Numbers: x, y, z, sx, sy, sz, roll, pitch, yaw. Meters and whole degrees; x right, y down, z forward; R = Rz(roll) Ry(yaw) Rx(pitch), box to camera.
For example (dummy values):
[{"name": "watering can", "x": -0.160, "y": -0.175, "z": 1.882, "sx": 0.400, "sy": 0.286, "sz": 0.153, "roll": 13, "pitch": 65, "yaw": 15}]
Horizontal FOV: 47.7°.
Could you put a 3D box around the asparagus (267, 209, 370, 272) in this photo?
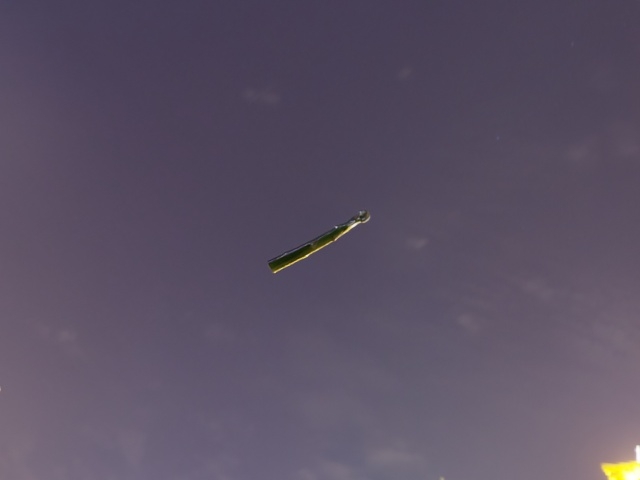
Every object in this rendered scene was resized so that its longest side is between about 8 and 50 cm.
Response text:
[{"name": "asparagus", "x": 0.000, "y": 0.000, "z": 0.796, "sx": 0.127, "sy": 0.018, "sz": 0.015, "roll": -28, "pitch": -34, "yaw": -8}]
